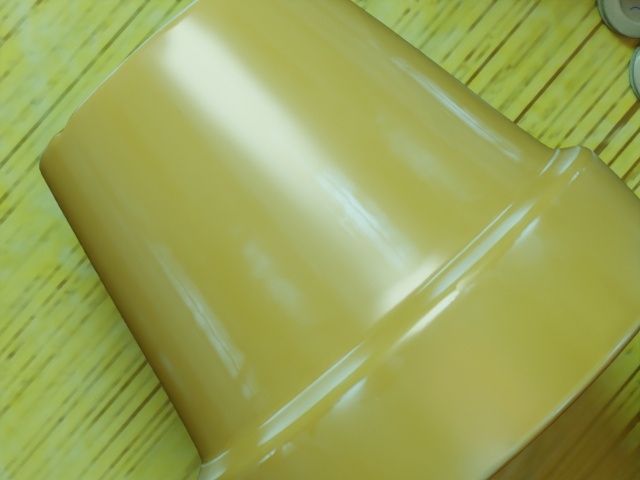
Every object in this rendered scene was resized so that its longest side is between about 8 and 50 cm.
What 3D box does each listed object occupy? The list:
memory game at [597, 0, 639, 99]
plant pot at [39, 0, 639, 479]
[{"bbox_3d":[0.217,-0.126,0.723,0.186,0.012,0.186,-2,99,-14],"label":"memory game"},{"bbox_3d":[0.000,0.000,0.599,0.205,0.205,0.188,-42,91,-6],"label":"plant pot"}]
